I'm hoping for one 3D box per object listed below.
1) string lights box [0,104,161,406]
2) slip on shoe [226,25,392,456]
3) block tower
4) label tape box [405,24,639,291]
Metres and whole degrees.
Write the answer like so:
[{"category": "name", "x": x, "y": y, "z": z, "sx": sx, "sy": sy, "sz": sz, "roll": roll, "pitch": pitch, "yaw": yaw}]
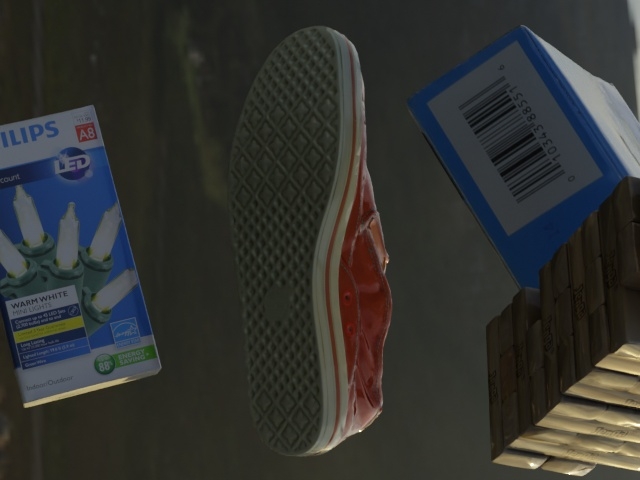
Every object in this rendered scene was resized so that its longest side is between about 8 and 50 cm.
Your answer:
[{"category": "string lights box", "x": -0.248, "y": 0.016, "z": 1.478, "sx": 0.077, "sy": 0.133, "sz": 0.259, "roll": 138, "pitch": -62, "yaw": -77}, {"category": "slip on shoe", "x": 0.000, "y": 0.000, "z": 1.217, "sx": 0.101, "sy": 0.123, "sz": 0.331, "roll": -5, "pitch": 94, "yaw": -50}, {"category": "block tower", "x": 0.193, "y": 0.010, "z": 0.775, "sx": 0.335, "sy": 0.091, "sz": 0.097, "roll": 125, "pitch": -29, "yaw": -54}, {"category": "label tape box", "x": 0.210, "y": -0.015, "z": 1.169, "sx": 0.240, "sy": 0.106, "sz": 0.334, "roll": 60, "pitch": 16, "yaw": 12}]
